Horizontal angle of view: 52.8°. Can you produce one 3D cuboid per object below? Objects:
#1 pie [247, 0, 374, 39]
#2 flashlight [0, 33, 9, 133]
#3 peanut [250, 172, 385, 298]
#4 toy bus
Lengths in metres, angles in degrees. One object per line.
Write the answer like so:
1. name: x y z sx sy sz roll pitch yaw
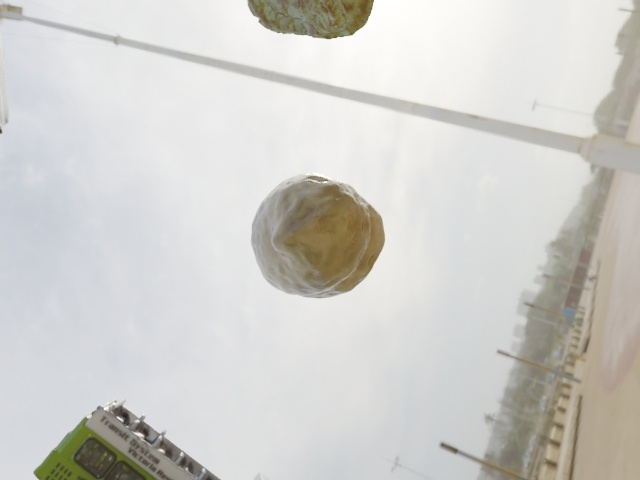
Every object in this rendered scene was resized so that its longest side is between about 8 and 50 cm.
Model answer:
1. pie: -0.019 -0.465 1.149 0.201 0.247 0.090 86 -157 -45
2. flashlight: -0.311 -0.099 0.370 0.093 0.231 0.093 177 90 -72
3. peanut: 0.000 0.000 0.944 0.387 0.192 0.170 44 -144 -84
4. toy bus: -0.138 0.285 0.677 0.139 0.301 0.113 -53 2 -12
